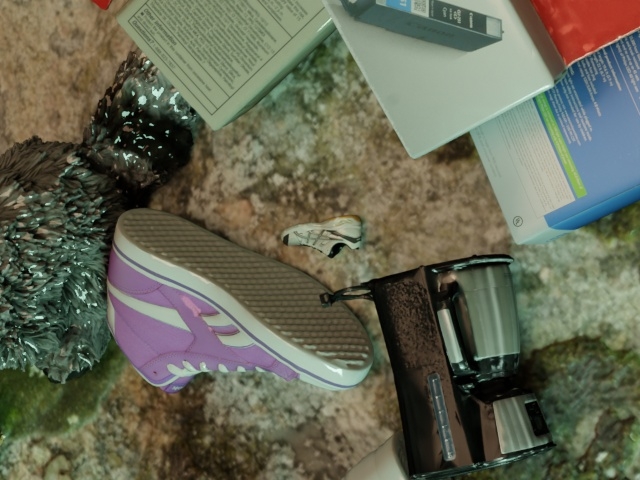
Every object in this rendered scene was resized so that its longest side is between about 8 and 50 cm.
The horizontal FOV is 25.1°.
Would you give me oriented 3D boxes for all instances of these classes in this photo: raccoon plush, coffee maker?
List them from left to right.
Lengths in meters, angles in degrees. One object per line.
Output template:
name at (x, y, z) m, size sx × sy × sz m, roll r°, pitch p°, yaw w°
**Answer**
raccoon plush at (-0.322, -0.038, 1.368) m, size 0.216 × 0.299 × 0.446 m, roll 28°, pitch 103°, yaw 27°
coffee maker at (0.106, 0.113, 1.243) m, size 0.171 × 0.120 × 0.178 m, roll -18°, pitch 79°, yaw 46°

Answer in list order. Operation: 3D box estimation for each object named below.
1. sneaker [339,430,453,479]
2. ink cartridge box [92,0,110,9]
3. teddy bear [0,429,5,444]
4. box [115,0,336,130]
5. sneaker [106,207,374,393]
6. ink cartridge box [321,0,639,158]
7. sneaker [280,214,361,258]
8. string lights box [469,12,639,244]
sneaker at (0.080, 0.335, 1.257) m, size 0.169 × 0.108 × 0.292 m, roll -39°, pitch 62°, yaw 25°
ink cartridge box at (-0.241, -0.379, 1.467) m, size 0.181 × 0.056 × 0.225 m, roll 38°, pitch 106°, yaw 24°
teddy bear at (-0.439, 0.305, 1.542) m, size 0.245 × 0.113 × 0.338 m, roll 31°, pitch 104°, yaw 28°
box at (-0.018, -0.256, 1.269) m, size 0.311 × 0.121 × 0.148 m, roll -39°, pitch 93°, yaw 26°
sneaker at (-0.084, 0.096, 1.364) m, size 0.282 × 0.102 × 0.161 m, roll 29°, pitch 123°, yaw 22°
ink cartridge box at (0.113, -0.252, 1.116) m, size 0.261 × 0.066 × 0.296 m, roll -28°, pitch 96°, yaw 27°
sneaker at (0.000, 0.000, 1.339) m, size 0.083 × 0.032 × 0.037 m, roll -11°, pitch 84°, yaw 30°
string lights box at (0.258, -0.107, 1.168) m, size 0.259 × 0.077 × 0.133 m, roll -26°, pitch 77°, yaw 27°
